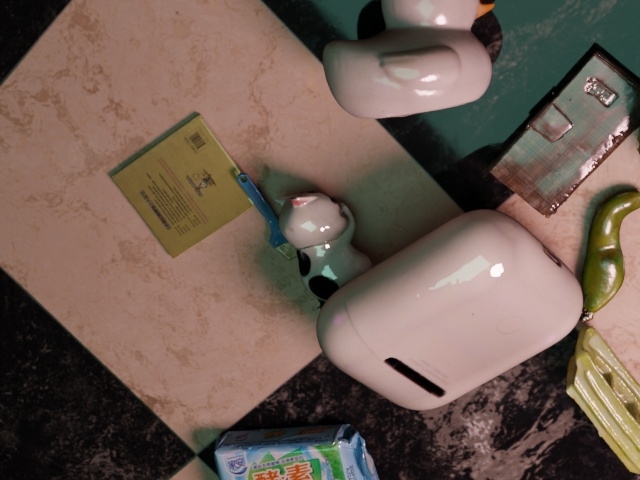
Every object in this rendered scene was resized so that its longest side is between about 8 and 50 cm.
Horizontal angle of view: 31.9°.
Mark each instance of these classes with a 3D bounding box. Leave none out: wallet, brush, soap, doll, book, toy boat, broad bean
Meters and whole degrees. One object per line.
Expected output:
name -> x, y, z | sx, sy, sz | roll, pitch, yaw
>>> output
wallet -> 0.355, -0.147, 1.582 | 0.124, 0.042, 0.230 | 38, 117, -7
brush -> -0.079, -0.039, 1.739 | 0.051, 0.014, 0.164 | -27, 111, 20
soap -> -0.046, 0.390, 1.886 | 0.293, 0.077, 0.156 | -7, 110, 16
doll -> 0.005, 0.005, 1.696 | 0.110, 0.107, 0.181 | -2, 112, 62
doll -> 0.122, -0.275, 1.509 | 0.251, 0.221, 0.221 | -14, 110, -9
book -> -0.212, -0.082, 1.765 | 0.192, 0.013, 0.168 | -31, 102, 23
toy boat -> 0.457, 0.259, 1.689 | 0.084, 0.111, 0.276 | -36, 103, 29
broad bean -> 0.417, 0.024, 1.635 | 0.070, 0.048, 0.214 | 17, 112, 7

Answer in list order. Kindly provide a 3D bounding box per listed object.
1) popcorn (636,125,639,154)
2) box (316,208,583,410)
popcorn -> 0.524, -0.127, 1.485 | 0.212, 0.198, 0.198 | -1, 114, -10
box -> 0.189, 0.109, 1.632 | 0.349, 0.141, 0.288 | -33, 136, 23
